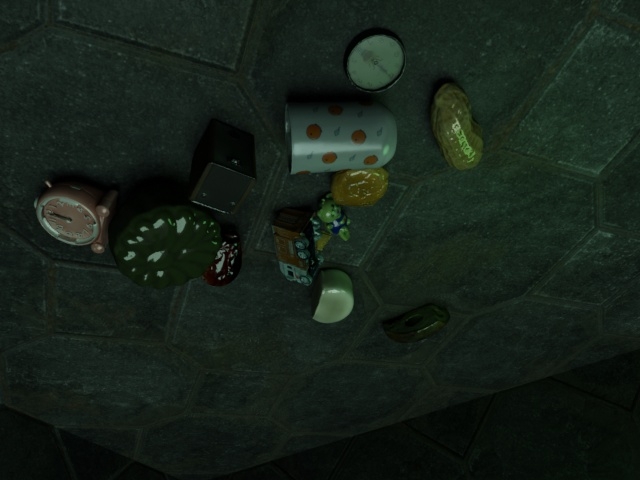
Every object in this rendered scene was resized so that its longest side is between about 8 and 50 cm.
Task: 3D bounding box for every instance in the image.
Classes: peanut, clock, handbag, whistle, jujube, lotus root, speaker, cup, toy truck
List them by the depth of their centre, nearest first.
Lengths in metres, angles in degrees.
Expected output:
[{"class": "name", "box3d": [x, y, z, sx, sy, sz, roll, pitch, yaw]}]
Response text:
[{"class": "clock", "box3d": [0.159, -0.515, 1.398, 0.185, 0.040, 0.184, -5, 136, -5]}, {"class": "cup", "box3d": [0.059, -0.312, 1.466, 0.318, 0.212, 0.212, -3, 136, -8]}, {"class": "speaker", "box3d": [-0.298, -0.224, 1.477, 0.153, 0.230, 0.192, 19, 129, -27]}, {"class": "peanut", "box3d": [0.437, -0.357, 1.545, 0.153, 0.140, 0.325, -32, 130, -3]}, {"class": "clock", "box3d": [-0.808, -0.099, 1.596, 0.241, 0.142, 0.227, 17, 128, -12]}, {"class": "whistle", "box3d": [0.054, -0.077, 1.788, 0.085, 0.105, 0.227, 6, 146, 38]}, {"class": "jujube", "box3d": [-0.372, 0.064, 1.820, 0.168, 0.168, 0.236, 12, 129, -21]}, {"class": "toy truck", "box3d": [-0.090, 0.026, 1.831, 0.162, 0.136, 0.305, 15, 139, 18]}, {"class": "handbag", "box3d": [0.000, 0.000, 1.909, 0.061, 0.027, 0.083, 19, 129, -26]}, {"class": "lotus root", "box3d": [0.476, 0.430, 2.358, 0.314, 0.141, 0.210, -34, 132, 25]}]

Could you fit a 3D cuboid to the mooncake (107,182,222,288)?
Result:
[{"class": "mooncake", "box3d": [-0.515, -0.006, 1.617, 0.357, 0.194, 0.356, -22, 136, -23]}]

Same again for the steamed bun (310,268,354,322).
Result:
[{"class": "steamed bun", "box3d": [0.057, 0.243, 2.083, 0.164, 0.146, 0.241, 8, 134, -12]}]

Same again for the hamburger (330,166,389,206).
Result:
[{"class": "hamburger", "box3d": [0.131, -0.210, 1.667, 0.214, 0.108, 0.213, -5, 141, -4]}]
